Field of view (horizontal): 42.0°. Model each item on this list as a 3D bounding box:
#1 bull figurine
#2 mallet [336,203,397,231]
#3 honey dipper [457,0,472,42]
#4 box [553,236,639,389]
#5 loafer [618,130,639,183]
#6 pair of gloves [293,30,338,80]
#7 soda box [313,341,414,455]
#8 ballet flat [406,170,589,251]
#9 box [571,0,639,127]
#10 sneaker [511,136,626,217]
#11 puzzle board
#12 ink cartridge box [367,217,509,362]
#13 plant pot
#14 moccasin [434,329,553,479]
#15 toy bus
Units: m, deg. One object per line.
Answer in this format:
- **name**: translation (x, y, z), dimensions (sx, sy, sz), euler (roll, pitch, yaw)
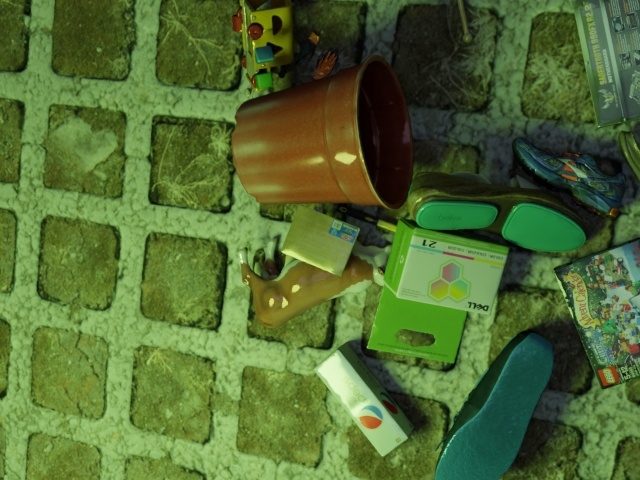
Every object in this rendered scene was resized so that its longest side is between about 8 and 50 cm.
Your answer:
- **bull figurine**: translation (-0.010, 0.050, 1.615), dimensions (0.310, 0.101, 0.188), euler (-28, 80, 11)
- **mallet**: translation (0.116, -0.023, 1.605), dimensions (0.189, 0.039, 0.062), euler (14, 96, 19)
- **honey dipper**: translation (0.254, -0.441, 1.525), dimensions (0.030, 0.030, 0.161), euler (-10, 97, 17)
- **box**: translation (0.535, 0.131, 1.488), dimensions (0.159, 0.044, 0.233), euler (-22, 89, 17)
- **loafer**: translation (0.566, -0.131, 1.450), dimensions (0.050, 0.056, 0.148), euler (-28, 97, 16)
- **pair of gloves**: translation (-0.009, -0.356, 1.619), dimensions (0.083, 0.010, 0.074), euler (40, 105, 10)
- **soda box**: translation (0.086, 0.308, 1.624), dimensions (0.069, 0.074, 0.216), euler (-41, 83, 16)
- **ballet flat**: translation (0.312, -0.066, 1.481), dimensions (0.342, 0.124, 0.116), euler (7, 136, -13)
- **box**: translation (0.544, -0.324, 1.423), dimensions (0.183, 0.056, 0.231), euler (-12, 95, 22)
- **sneaker**: translation (0.441, -0.125, 1.482), dimensions (0.221, 0.083, 0.087), euler (31, 90, 6)
- **puzzle board**: translation (0.000, 0.000, 1.558), dimensions (0.128, 0.011, 0.096), euler (22, 90, 15)
- **ink cartridge box**: translation (0.211, 0.106, 1.519), dimensions (0.188, 0.097, 0.255), euler (11, 100, -14)
- **plant pot**: translation (0.000, -0.179, 1.517), dimensions (0.265, 0.272, 0.272), euler (-5, 94, 25)
- **moccasin**: translation (0.327, 0.323, 1.538), dimensions (0.137, 0.117, 0.342), euler (33, 99, -2)
- **toy bus**: translation (-0.095, -0.371, 1.590), dimensions (0.104, 0.202, 0.191), euler (-12, 85, -13)
